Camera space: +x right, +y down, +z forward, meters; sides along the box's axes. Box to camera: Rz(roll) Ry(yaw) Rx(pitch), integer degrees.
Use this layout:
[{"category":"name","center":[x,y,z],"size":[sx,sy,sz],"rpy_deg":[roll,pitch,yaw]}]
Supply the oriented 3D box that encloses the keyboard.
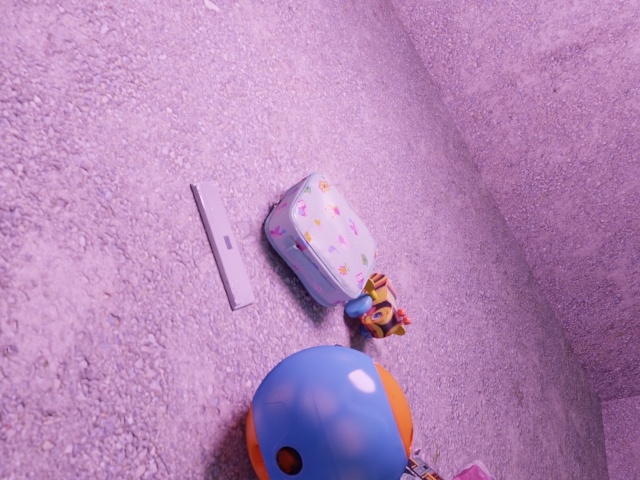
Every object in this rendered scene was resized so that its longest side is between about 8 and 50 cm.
[{"category":"keyboard","center":[-0.188,0.006,1.234],"size":[0.072,0.014,0.256],"rpy_deg":[-14,85,-65]}]

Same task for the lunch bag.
[{"category":"lunch bag","center":[0.000,0.000,1.432],"size":[0.279,0.108,0.224],"rpy_deg":[51,41,-19]}]

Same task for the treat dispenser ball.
[{"category":"treat dispenser ball","center":[0.016,0.326,1.096],"size":[0.288,0.288,0.288],"rpy_deg":[36,44,-44]}]

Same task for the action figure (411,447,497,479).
[{"category":"action figure","center":[0.282,0.662,1.498],"size":[0.370,0.276,0.248],"rpy_deg":[6,34,-39]}]

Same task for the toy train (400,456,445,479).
[{"category":"toy train","center":[0.250,0.574,1.263],"size":[0.334,0.142,0.190],"rpy_deg":[35,12,27]}]

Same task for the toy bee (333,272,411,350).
[{"category":"toy bee","center":[0.151,0.185,1.530],"size":[0.195,0.162,0.298],"rpy_deg":[42,40,-41]}]

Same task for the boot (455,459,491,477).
[{"category":"boot","center":[0.466,0.747,1.768],"size":[0.123,0.095,0.258],"rpy_deg":[-7,77,-53]}]
